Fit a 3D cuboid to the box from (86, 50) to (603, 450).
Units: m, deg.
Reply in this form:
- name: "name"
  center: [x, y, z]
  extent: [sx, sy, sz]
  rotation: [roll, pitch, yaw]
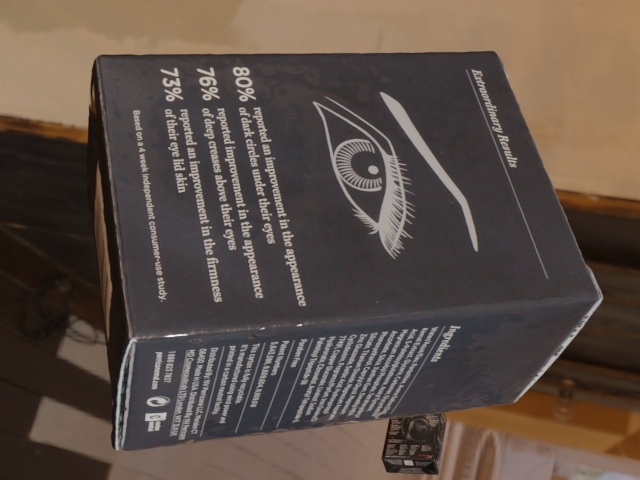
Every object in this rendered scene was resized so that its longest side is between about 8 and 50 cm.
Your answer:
- name: "box"
  center: [0.000, 0.000, 0.468]
  extent: [0.108, 0.207, 0.153]
  rotation: [110, -28, -53]

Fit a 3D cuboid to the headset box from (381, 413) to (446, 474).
- name: "headset box"
  center: [0.109, 0.225, 1.135]
  extent: [0.083, 0.062, 0.032]
  rotation: [-73, 154, -45]
